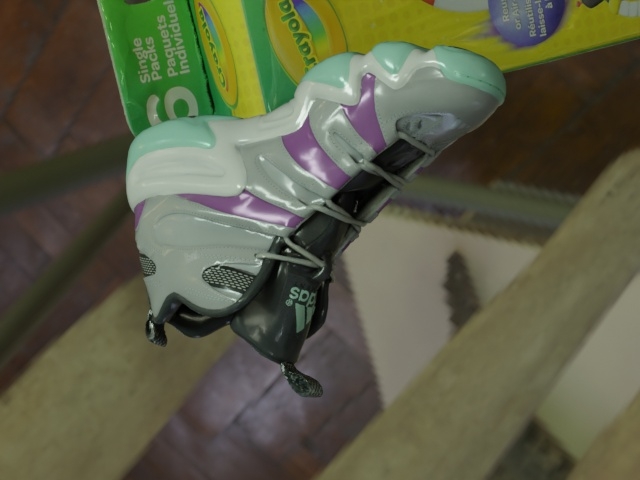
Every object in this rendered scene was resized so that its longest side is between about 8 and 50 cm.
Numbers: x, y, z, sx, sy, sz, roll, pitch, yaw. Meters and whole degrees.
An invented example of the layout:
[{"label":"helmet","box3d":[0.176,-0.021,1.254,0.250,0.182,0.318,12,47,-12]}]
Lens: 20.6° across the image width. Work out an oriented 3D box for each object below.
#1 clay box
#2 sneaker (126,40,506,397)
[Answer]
[{"label":"clay box","box3d":[0.028,-0.115,0.622,0.053,0.222,0.127,0,106,62]},{"label":"sneaker","box3d":[0.000,0.000,0.387,0.098,0.069,0.038,-19,155,34]}]
